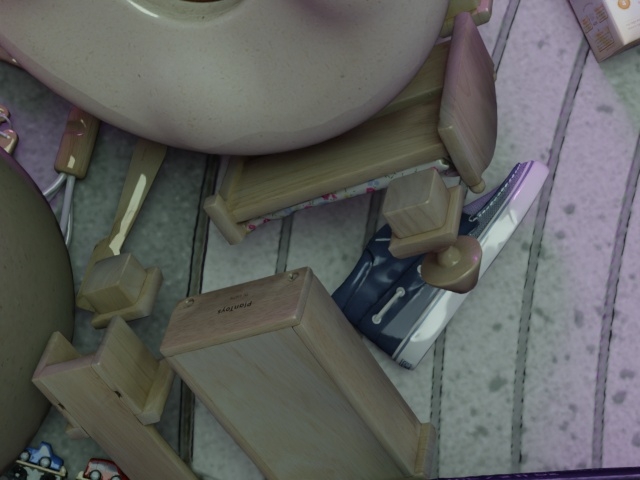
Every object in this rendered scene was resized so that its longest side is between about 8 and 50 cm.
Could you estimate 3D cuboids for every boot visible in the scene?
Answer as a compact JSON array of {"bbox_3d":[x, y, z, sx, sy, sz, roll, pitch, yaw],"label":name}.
[{"bbox_3d":[0.090,-0.001,1.040,0.086,0.069,0.190,36,80,7],"label":"boot"}]

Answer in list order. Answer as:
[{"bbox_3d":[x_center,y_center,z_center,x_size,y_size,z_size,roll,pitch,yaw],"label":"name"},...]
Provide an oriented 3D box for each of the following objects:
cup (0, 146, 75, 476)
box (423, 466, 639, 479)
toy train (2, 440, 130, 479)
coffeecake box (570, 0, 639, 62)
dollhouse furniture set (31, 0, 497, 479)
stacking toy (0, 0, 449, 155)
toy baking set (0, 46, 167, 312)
[{"bbox_3d":[-0.345,0.031,0.890,0.331,0.237,0.331,0,78,0],"label":"cup"},{"bbox_3d":[0.159,0.242,0.881,0.296,0.294,0.183,-1,76,-6],"label":"box"},{"bbox_3d":[-0.158,0.177,0.999,0.158,0.027,0.036,15,75,-2],"label":"toy train"},{"bbox_3d":[0.255,-0.259,1.101,0.142,0.068,0.186,-24,89,-9],"label":"coffeecake box"},{"bbox_3d":[0.000,0.000,1.015,0.303,0.174,0.356,-16,37,26],"label":"dollhouse furniture set"},{"bbox_3d":[-0.036,-0.329,0.980,0.350,0.351,0.480,22,49,-1],"label":"stacking toy"},{"bbox_3d":[-0.198,-0.075,1.050,0.197,0.030,0.256,-42,81,-8],"label":"toy baking set"}]
